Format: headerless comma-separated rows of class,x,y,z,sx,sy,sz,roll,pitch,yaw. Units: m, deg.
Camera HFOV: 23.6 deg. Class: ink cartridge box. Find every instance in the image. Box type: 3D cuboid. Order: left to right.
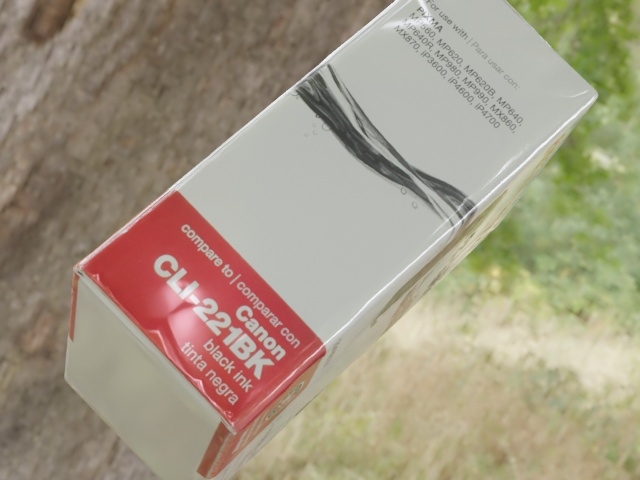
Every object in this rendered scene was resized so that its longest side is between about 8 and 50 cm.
ink cartridge box,0.000,0.000,0.833,0.114,0.273,0.197,44,-22,8
